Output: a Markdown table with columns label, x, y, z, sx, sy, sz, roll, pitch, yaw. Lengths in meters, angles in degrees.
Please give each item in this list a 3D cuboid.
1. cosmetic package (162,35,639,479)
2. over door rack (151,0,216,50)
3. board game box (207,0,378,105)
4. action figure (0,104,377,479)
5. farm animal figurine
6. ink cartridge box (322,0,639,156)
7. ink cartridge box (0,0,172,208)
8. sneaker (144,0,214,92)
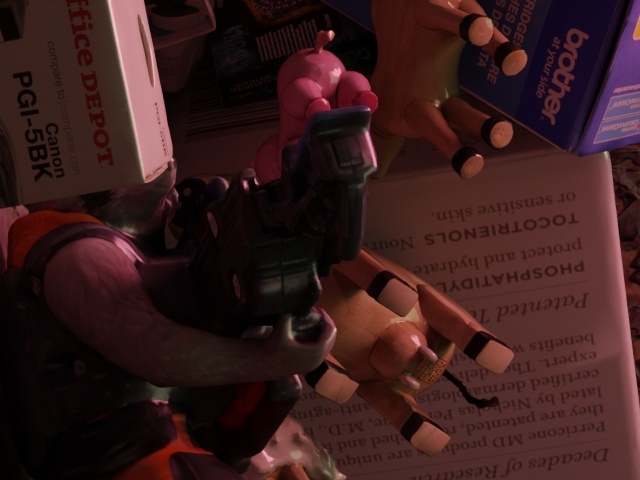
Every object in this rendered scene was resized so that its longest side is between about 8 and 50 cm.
| label | x | y | z | sx | sy | sz | roll | pitch | yaw |
| --- | --- | --- | --- | --- | --- | --- | --- | --- | --- |
| cosmetic package | 0.070 | 0.031 | 1.564 | 0.329 | 0.327 | 0.394 | -90 | 169 | -56 |
| over door rack | -0.074 | -0.317 | 1.314 | 0.239 | 0.108 | 0.324 | -96 | -173 | -65 |
| board game box | -0.026 | -0.170 | 1.512 | 0.186 | 0.126 | 0.026 | -103 | 177 | -58 |
| action figure | -0.082 | 0.075 | 0.910 | 0.341 | 0.178 | 0.330 | 114 | -29 | -54 |
| farm animal figurine | 0.000 | 0.000 | 1.252 | 0.172 | 0.330 | 0.327 | 43 | -9 | 50 |
| ink cartridge box | 0.174 | -0.196 | 1.349 | 0.270 | 0.395 | 0.151 | -15 | 132 | -44 |
| ink cartridge box | -0.136 | -0.062 | 0.774 | 0.056 | 0.135 | 0.099 | -61 | 140 | -78 |
| sneaker | -0.113 | -0.165 | 1.480 | 0.191 | 0.071 | 0.083 | -85 | -177 | -66 |
